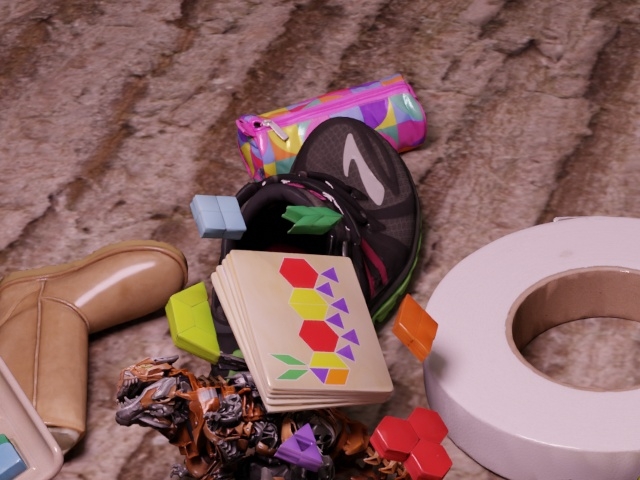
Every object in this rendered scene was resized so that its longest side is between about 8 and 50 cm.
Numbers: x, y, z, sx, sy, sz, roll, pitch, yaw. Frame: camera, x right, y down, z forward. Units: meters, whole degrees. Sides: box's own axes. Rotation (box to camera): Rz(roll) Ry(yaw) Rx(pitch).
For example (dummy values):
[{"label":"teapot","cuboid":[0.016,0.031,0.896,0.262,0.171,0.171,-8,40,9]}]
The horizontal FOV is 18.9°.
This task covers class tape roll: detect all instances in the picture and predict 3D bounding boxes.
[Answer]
[{"label":"tape roll","cuboid":[0.298,0.113,2.013,0.392,0.072,0.392,-4,36,3]}]

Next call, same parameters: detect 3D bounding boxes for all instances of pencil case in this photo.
[{"label":"pencil case","cuboid":[0.012,-0.134,2.367,0.236,0.104,0.104,-17,38,-16]}]

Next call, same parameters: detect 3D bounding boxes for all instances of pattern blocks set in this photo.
[{"label":"pattern blocks set","cuboid":[-0.014,0.089,1.857,0.285,0.026,0.325,10,46,-21]}]

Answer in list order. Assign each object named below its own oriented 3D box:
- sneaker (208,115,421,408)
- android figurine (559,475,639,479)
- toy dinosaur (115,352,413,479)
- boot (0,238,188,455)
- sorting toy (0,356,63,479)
[{"label":"sneaker","cuboid":[0.000,0.000,2.097,0.185,0.202,0.483,4,37,12]},{"label":"android figurine","cuboid":[0.278,0.321,1.746,0.248,0.056,0.273,-5,36,1]},{"label":"toy dinosaur","cuboid":[-0.038,0.203,1.837,0.322,0.164,0.218,3,47,1]},{"label":"boot","cuboid":[-0.258,0.126,2.069,0.236,0.089,0.269,-15,34,9]},{"label":"sorting toy","cuboid":[-0.375,0.221,1.918,0.208,0.038,0.193,-39,46,-4]}]
